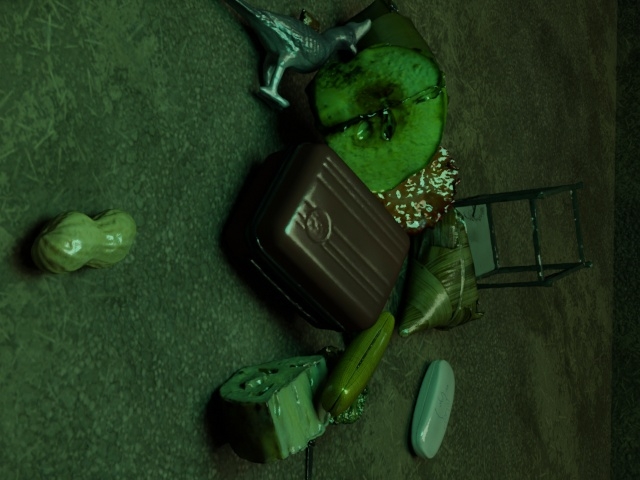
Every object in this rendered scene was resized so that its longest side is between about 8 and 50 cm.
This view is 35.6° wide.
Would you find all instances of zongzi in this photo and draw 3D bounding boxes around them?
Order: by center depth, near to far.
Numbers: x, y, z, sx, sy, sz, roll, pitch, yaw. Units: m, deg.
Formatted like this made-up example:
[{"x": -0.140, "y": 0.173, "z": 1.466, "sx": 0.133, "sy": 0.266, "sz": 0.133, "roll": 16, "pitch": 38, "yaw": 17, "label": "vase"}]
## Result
[{"x": 0.182, "y": -0.301, "z": 2.038, "sx": 0.317, "sy": 0.154, "sz": 0.289, "roll": 50, "pitch": 14, "yaw": -56, "label": "zongzi"}, {"x": 0.228, "y": 0.066, "z": 2.164, "sx": 0.288, "sy": 0.134, "sz": 0.286, "roll": -10, "pitch": 88, "yaw": -51, "label": "zongzi"}]

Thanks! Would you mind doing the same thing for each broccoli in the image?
[{"x": 0.022, "y": 0.263, "z": 1.785, "sx": 0.146, "sy": 0.138, "sz": 0.162, "roll": 49, "pitch": 44, "yaw": 8, "label": "broccoli"}]

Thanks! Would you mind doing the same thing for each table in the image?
[{"x": 0.475, "y": -0.011, "z": 2.426, "sx": 0.335, "sy": 0.272, "sz": 0.222, "roll": -14, "pitch": 98, "yaw": -58, "label": "table"}]

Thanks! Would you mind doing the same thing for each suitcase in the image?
[{"x": 0.000, "y": 0.000, "z": 1.703, "sx": 0.297, "sy": 0.161, "sz": 0.236, "roll": 47, "pitch": 56, "yaw": -32, "label": "suitcase"}]

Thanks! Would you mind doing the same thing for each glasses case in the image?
[{"x": 0.066, "y": 0.208, "z": 1.700, "sx": 0.234, "sy": 0.064, "sz": 0.079, "roll": -51, "pitch": 172, "yaw": -49, "label": "glasses case"}, {"x": 0.249, "y": 0.370, "z": 2.201, "sx": 0.092, "sy": 0.059, "sz": 0.233, "roll": 59, "pitch": 41, "yaw": -38, "label": "glasses case"}]

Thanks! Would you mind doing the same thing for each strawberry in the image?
[{"x": 0.160, "y": -0.121, "z": 2.066, "sx": 0.178, "sy": 0.234, "sz": 0.234, "roll": -95, "pitch": 178, "yaw": -87, "label": "strawberry"}]

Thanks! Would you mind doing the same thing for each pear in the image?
[{"x": 0.117, "y": -0.210, "z": 1.799, "sx": 0.255, "sy": 0.238, "sz": 0.164, "roll": 63, "pitch": 4, "yaw": -53, "label": "pear"}]

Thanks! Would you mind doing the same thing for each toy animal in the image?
[{"x": -0.068, "y": -0.334, "z": 1.756, "sx": 0.367, "sy": 0.081, "sz": 0.206, "roll": 8, "pitch": 94, "yaw": -39, "label": "toy animal"}]

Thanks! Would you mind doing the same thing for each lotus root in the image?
[{"x": -0.075, "y": 0.269, "z": 1.618, "sx": 0.235, "sy": 0.138, "sz": 0.119, "roll": -22, "pitch": 110, "yaw": -59, "label": "lotus root"}]

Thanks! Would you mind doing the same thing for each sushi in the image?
[{"x": -0.037, "y": -0.375, "z": 1.861, "sx": 0.060, "sy": 0.061, "sz": 0.118, "roll": 16, "pitch": 60, "yaw": -14, "label": "sushi"}]

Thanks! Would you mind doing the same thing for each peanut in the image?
[{"x": -0.310, "y": -0.001, "z": 1.332, "sx": 0.187, "sy": 0.082, "sz": 0.082, "roll": -10, "pitch": 94, "yaw": -59, "label": "peanut"}]

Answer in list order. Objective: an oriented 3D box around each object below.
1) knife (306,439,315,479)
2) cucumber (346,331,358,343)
[{"x": -0.018, "y": 0.389, "z": 1.811, "sx": 0.023, "sy": 0.010, "sz": 0.170, "roll": 18, "pitch": 72, "yaw": -57, "label": "knife"}, {"x": 0.064, "y": 0.083, "z": 1.941, "sx": 0.067, "sy": 0.067, "sz": 0.293, "roll": -2, "pitch": 89, "yaw": -59, "label": "cucumber"}]
